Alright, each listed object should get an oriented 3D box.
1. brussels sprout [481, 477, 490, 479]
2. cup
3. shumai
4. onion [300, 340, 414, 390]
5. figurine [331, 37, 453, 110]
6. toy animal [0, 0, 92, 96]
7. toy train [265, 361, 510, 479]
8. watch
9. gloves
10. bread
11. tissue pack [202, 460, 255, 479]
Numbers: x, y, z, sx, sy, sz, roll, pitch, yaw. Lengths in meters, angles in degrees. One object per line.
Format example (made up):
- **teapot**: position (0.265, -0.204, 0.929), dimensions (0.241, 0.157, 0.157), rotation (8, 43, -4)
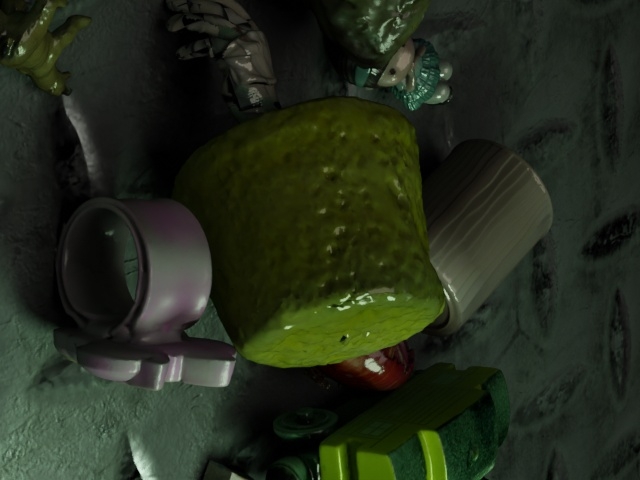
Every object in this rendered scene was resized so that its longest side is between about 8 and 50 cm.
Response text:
- **brussels sprout**: position (0.176, 0.493, 2.234), dimensions (0.355, 0.289, 0.281), rotation (15, 109, -48)
- **cup**: position (0.207, 0.006, 2.274), dimensions (0.208, 0.288, 0.273), rotation (46, 60, -3)
- **shumai**: position (0.005, -0.413, 1.899), dimensions (0.289, 0.292, 0.329), rotation (12, 88, -18)
- **onion**: position (0.030, 0.141, 2.098), dimensions (0.163, 0.230, 0.230), rotation (-38, 139, 16)
- **figurine**: position (0.113, -0.282, 2.146), dimensions (0.245, 0.110, 0.137), rotation (18, 76, -51)
- **toy animal**: position (-0.340, -0.233, 1.645), dimensions (0.219, 0.103, 0.101), rotation (29, 70, -85)
- **toy train**: position (0.114, 0.303, 2.131), dimensions (0.442, 0.272, 0.179), rotation (-25, 115, -53)
- **watch**: position (-0.230, 0.058, 1.741), dimensions (0.211, 0.248, 0.217), rotation (-1, 98, -44)
- **gloves**: position (-0.120, -0.254, 1.851), dimensions (0.127, 0.111, 0.212), rotation (-19, 90, -58)
- **bread**: position (0.000, 0.000, 1.860), dimensions (0.348, 0.348, 0.307), rotation (0, 63, -48)
- **tissue pack**: position (-0.130, 0.376, 2.066), dimensions (0.094, 0.059, 0.074), rotation (34, 76, -46)
